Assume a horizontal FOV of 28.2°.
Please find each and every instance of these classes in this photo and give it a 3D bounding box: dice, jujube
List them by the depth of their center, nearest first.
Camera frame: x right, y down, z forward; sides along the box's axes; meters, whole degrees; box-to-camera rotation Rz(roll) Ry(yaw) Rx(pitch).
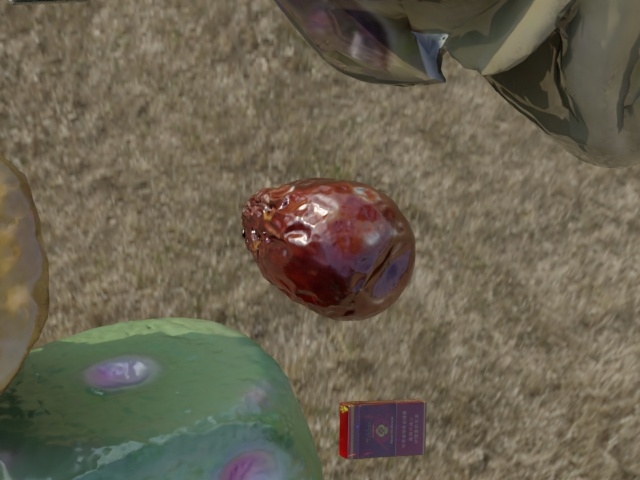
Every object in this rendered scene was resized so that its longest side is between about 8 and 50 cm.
[{"bbox_3d":[-0.186,0.284,1.337,0.322,0.330,0.318,-12,21,-23],"label":"dice"},{"bbox_3d":[0.000,0.000,1.461,0.168,0.168,0.236,-44,38,-20],"label":"jujube"}]

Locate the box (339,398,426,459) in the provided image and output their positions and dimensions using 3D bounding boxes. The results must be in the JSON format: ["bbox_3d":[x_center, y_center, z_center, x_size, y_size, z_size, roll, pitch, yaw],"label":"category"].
[{"bbox_3d":[0.058,0.176,1.190,0.082,0.023,0.051,0,91,-22],"label":"box"}]

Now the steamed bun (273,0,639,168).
[{"bbox_3d":[0.080,-0.192,0.506,0.368,0.342,0.255,36,54,17],"label":"steamed bun"}]

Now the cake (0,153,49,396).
[{"bbox_3d":[-0.429,0.047,1.164,0.332,0.321,0.332,5,76,-22],"label":"cake"}]

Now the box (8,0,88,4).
[{"bbox_3d":[-0.349,-0.344,1.378,0.178,0.274,0.138,13,90,-34],"label":"box"}]
